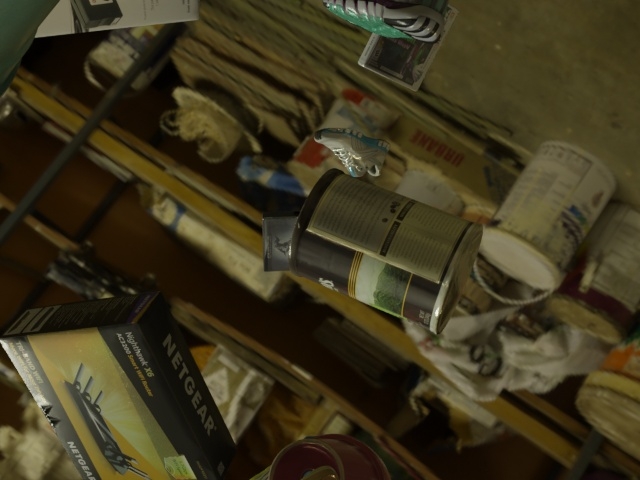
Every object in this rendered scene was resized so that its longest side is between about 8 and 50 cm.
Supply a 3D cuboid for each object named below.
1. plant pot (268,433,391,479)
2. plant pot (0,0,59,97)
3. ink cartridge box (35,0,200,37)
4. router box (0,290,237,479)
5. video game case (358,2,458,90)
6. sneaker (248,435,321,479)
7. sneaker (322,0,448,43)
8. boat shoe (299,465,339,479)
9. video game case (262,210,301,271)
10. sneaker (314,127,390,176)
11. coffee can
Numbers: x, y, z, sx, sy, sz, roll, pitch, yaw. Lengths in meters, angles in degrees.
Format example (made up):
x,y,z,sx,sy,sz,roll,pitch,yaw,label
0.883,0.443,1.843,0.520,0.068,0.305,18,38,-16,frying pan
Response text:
x,y,z,sx,sy,sz,roll,pitch,yaw,label
0.003,0.411,1.379,0.201,0.201,0.180,30,168,29,plant pot
-0.375,-0.338,0.834,0.334,0.341,0.341,-25,125,37,plant pot
-0.452,-0.548,1.586,0.166,0.395,0.285,98,157,-52,ink cartridge box
-0.293,0.232,1.234,0.243,0.081,0.308,-9,118,23,router box
0.165,-0.377,1.534,0.022,0.173,0.190,36,-164,34,video game case
-0.063,0.447,1.626,0.091,0.240,0.126,37,127,28,sneaker
0.087,-0.296,0.985,0.083,0.098,0.224,19,-171,-36,sneaker
-0.022,0.317,0.943,0.050,0.135,0.045,48,164,-24,boat shoe
0.000,0.000,1.984,0.274,0.026,0.196,-3,139,-5,video game case
0.063,-0.169,1.627,0.191,0.083,0.071,12,175,-41,sneaker
0.112,0.016,1.423,0.275,0.201,0.201,22,165,17,coffee can
